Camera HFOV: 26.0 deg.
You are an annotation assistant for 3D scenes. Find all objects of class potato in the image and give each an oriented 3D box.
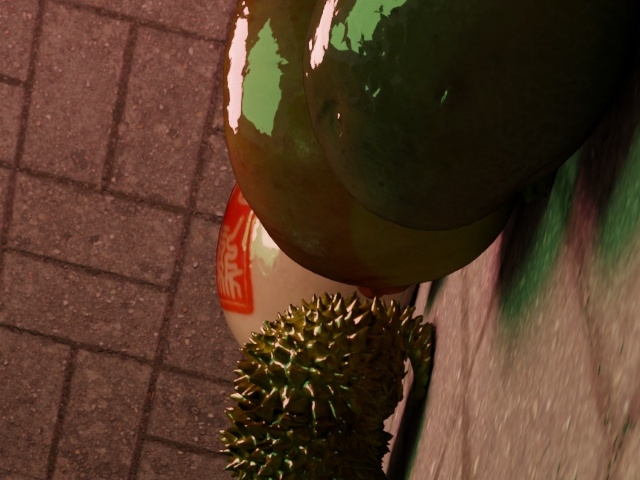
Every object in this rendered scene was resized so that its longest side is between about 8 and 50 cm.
[{"bbox_3d":[0.081,-0.117,0.684,0.178,0.160,0.235,15,74,52],"label":"potato"}]

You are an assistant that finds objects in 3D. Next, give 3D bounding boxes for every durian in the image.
[{"bbox_3d":[0.002,0.152,1.262,0.200,0.176,0.237,-106,35,-48],"label":"durian"}]

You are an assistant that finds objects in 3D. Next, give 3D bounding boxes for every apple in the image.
[{"bbox_3d":[0.042,-0.092,0.914,0.261,0.194,0.261,6,-90,-77],"label":"apple"}]

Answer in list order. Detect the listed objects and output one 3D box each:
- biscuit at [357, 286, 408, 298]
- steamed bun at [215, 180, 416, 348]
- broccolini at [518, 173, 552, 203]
[{"bbox_3d":[0.099,-0.125,1.317,0.318,0.110,0.312,105,180,-60],"label":"biscuit"},{"bbox_3d":[0.000,0.000,1.678,0.374,0.241,0.374,-162,90,-89],"label":"steamed bun"},{"bbox_3d":[0.133,-0.124,0.813,0.058,0.074,0.201,-12,-71,-52],"label":"broccolini"}]
